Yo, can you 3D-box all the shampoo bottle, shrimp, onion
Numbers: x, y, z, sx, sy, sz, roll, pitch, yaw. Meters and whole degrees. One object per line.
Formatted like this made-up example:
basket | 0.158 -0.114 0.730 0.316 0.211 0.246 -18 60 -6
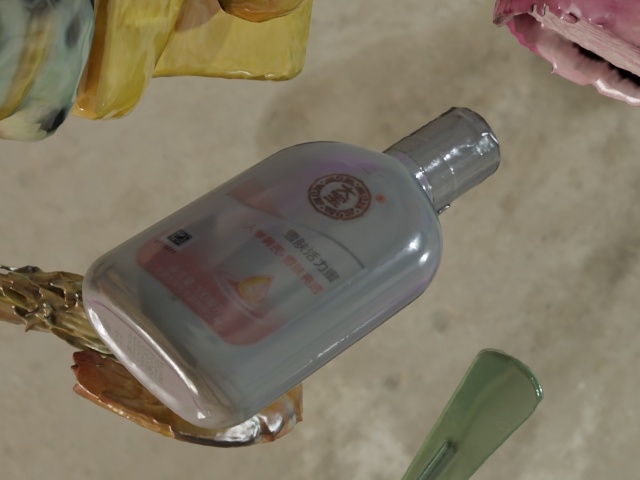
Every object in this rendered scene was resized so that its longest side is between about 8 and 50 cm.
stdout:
shampoo bottle | 0.000 0.000 0.520 0.165 0.080 0.040 -33 148 -31
shrimp | -0.127 0.079 1.024 0.249 0.150 0.068 21 114 -1
onion | 0.196 -0.172 0.832 0.200 0.201 0.207 -54 162 -1

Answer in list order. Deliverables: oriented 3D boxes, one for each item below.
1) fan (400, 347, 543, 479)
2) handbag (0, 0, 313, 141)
fan | 0.036 0.134 0.677 0.193 0.038 0.016 -54 163 3
handbag | -0.083 -0.149 0.304 0.401 0.133 0.283 -21 124 -67
